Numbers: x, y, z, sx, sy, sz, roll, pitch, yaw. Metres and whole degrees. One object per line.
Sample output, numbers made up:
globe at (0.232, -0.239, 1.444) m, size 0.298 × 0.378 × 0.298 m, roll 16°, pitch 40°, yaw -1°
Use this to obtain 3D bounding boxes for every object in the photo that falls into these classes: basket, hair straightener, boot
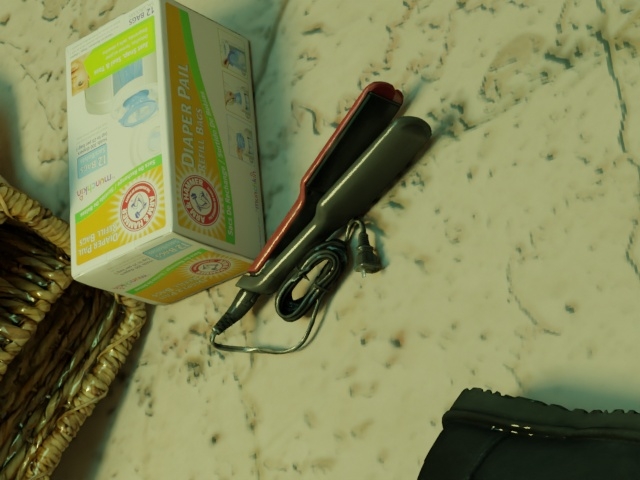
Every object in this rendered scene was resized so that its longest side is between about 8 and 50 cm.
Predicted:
basket at (-0.308, 0.087, 1.056) m, size 0.223 × 0.213 × 0.299 m, roll 28°, pitch 75°, yaw 21°
hair straightener at (0.000, 0.000, 1.006) m, size 0.230 × 0.047 × 0.089 m, roll -50°, pitch 51°, yaw 14°
boot at (0.115, 0.192, 0.764) m, size 0.246 × 0.094 × 0.207 m, roll 6°, pitch 54°, yaw 48°

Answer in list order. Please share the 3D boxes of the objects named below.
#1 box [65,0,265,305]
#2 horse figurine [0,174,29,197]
box at (-0.122, -0.067, 1.097) m, size 0.114 × 0.103 × 0.203 m, roll -22°, pitch 63°, yaw 35°
horse figurine at (-0.314, -0.011, 1.273) m, size 0.174 × 0.066 × 0.263 m, roll -58°, pitch 47°, yaw 17°
